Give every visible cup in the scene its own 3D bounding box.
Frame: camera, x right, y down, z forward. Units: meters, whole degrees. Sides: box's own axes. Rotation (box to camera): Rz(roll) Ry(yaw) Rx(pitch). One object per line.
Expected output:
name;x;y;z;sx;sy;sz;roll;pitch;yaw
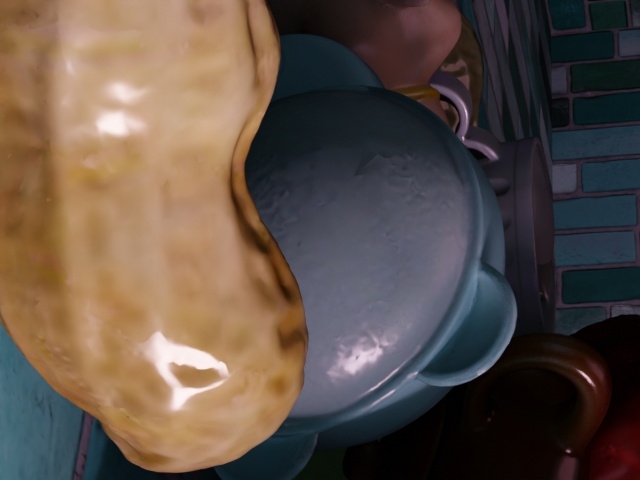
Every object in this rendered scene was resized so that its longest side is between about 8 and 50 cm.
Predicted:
cup;0.085;-0.019;1.186;0.167;0.202;0.221;3;83;-76

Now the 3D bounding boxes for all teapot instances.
teapot;0.084;0.137;0.853;0.178;0.135;0.252;-79;-170;-47

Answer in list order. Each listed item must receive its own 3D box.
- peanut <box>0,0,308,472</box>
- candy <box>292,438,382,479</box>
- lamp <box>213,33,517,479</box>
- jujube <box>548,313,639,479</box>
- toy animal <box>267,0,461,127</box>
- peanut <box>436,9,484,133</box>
peanut;-0.085;-0.040;0.635;0.147;0.147;0.305;-48;135;-71
candy;0.027;0.154;1.092;0.132;0.142;0.343;53;8;14
lamp;-0.006;-0.006;0.839;0.147;0.209;0.284;52;17;-35
jujube;0.246;0.193;1.083;0.377;0.276;0.276;1;85;-77
toy animal;0.022;-0.095;1.028;0.149;0.165;0.248;-69;151;-65
peanut;0.105;-0.101;1.469;0.136;0.120;0.298;13;73;-51
